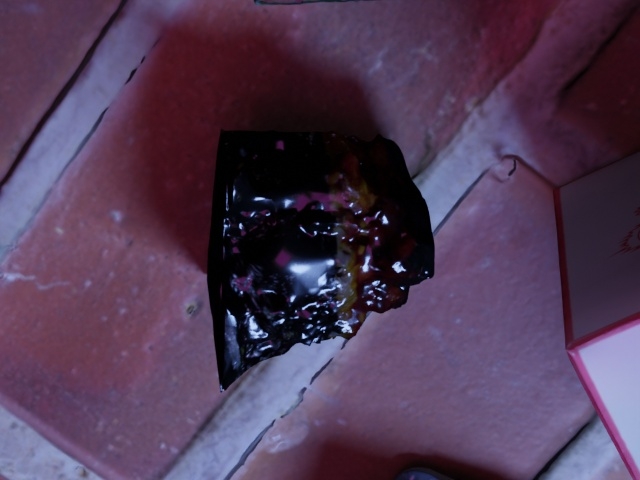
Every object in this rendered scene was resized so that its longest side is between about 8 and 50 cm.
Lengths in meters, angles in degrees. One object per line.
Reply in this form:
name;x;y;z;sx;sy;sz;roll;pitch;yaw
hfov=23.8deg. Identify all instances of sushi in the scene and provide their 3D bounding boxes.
sushi;0.000;0.000;1.103;0.151;0.153;0.172;-1;123;-8

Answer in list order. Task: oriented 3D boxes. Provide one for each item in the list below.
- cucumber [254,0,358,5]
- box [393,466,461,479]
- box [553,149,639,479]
cucumber;0.076;-0.225;1.048;0.244;0.063;0.115;1;112;6
box;0.095;0.314;1.238;0.162;0.130;0.227;24;113;12
box;0.353;0.074;1.014;0.312;0.314;0.300;-25;106;15
